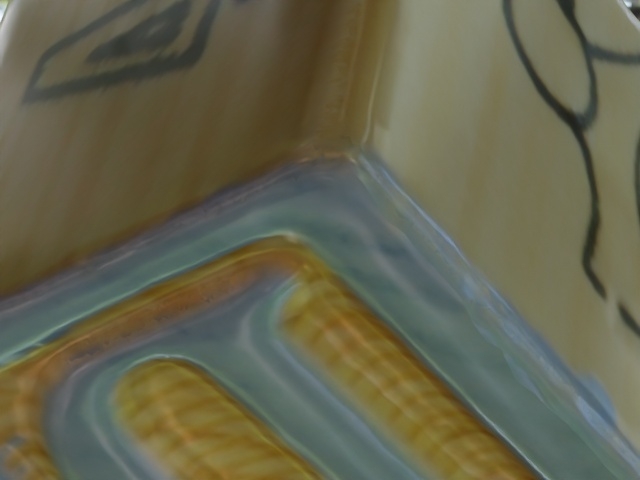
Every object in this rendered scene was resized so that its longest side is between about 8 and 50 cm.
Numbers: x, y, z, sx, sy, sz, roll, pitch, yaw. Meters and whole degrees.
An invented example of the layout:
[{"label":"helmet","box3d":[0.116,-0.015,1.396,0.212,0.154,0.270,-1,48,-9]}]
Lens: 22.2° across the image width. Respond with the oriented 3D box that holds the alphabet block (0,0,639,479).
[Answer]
[{"label":"alphabet block","box3d":[0.000,0.000,0.522,0.193,0.192,0.197,-22,-144,30]}]
